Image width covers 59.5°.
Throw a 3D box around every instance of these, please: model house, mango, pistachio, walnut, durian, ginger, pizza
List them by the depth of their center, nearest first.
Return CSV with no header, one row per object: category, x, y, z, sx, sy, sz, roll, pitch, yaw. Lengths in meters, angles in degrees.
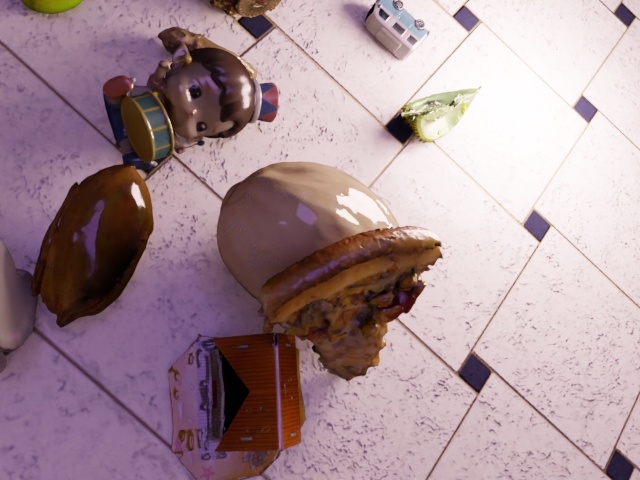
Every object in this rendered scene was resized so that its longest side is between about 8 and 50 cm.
pizza,0.022,0.104,0.770,0.251,0.287,0.074,1,34,-32
walnut,-0.309,0.004,0.777,0.137,0.137,0.245,16,77,-14
model house,-0.100,0.233,0.779,0.208,0.136,0.219,3,74,-20
pistachio,0.000,0.000,0.849,0.332,0.208,0.226,12,79,-33
mango,-0.428,-0.403,0.898,0.108,0.056,0.073,-33,92,-27
ginger,-0.189,-0.312,0.946,0.173,0.069,0.051,26,86,-13
durian,0.210,-0.242,1.043,0.215,0.100,0.086,-28,82,-30

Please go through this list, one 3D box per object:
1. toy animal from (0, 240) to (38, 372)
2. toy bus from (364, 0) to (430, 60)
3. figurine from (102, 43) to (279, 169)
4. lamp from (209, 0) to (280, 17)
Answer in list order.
toy animal,-0.507,0.078,0.645,0.265,0.271,0.206,-10,52,-8
toy bus,0.143,-0.416,1.095,0.123,0.060,0.075,40,70,-6
figurine,-0.192,-0.212,0.865,0.276,0.161,0.158,-30,48,-29
lamp,-0.159,-0.530,0.971,0.177,0.177,0.273,-23,85,-23
